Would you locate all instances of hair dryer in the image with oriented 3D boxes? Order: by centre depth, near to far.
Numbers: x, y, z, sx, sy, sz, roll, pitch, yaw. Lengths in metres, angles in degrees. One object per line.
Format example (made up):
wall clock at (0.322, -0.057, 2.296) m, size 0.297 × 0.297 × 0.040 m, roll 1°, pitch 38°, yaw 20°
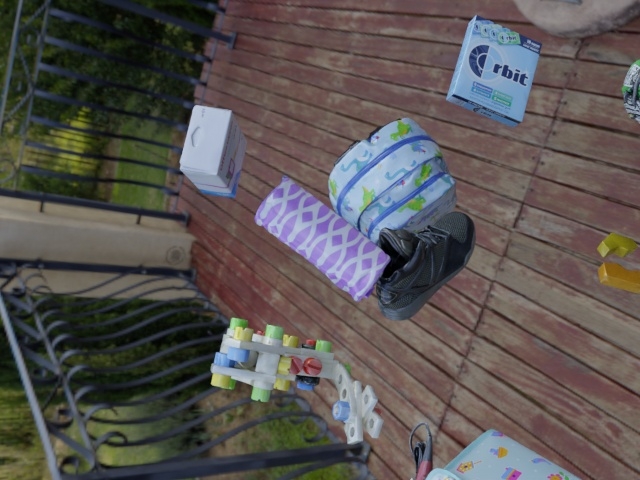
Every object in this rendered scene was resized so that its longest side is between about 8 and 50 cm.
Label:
hair dryer at (0.188, 0.531, 1.221) m, size 0.293 × 0.080 × 0.223 m, roll -93°, pitch 5°, yaw -64°

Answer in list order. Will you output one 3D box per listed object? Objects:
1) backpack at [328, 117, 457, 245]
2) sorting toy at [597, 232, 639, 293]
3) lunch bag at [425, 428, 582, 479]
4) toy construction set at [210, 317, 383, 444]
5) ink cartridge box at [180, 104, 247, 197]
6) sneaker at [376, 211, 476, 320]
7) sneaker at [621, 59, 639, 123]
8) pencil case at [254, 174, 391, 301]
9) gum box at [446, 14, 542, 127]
backpack at (0.154, -0.109, 1.278) m, size 0.290 × 0.355 × 0.273 m, roll -30°, pitch 60°, yaw 2°
sorting toy at (0.579, 0.056, 0.967) m, size 0.229 × 0.307 × 0.041 m, roll -74°, pitch -1°, yaw -46°
lunch bag at (0.296, 0.478, 1.044) m, size 0.223 × 0.262 × 0.160 m, roll 20°, pitch 132°, yaw 59°
toy construction set at (-0.040, 0.224, 1.047) m, size 0.215 × 0.327 × 0.151 m, roll -10°, pitch 53°, yaw 65°
ink cartridge box at (-0.140, -0.116, 0.820) m, size 0.122 × 0.052 × 0.088 m, roll 68°, pitch -147°, yaw -80°
sneaker at (0.164, 0.008, 0.951) m, size 0.087 × 0.227 × 0.130 m, roll 27°, pitch 148°, yaw 40°
sneaker at (0.520, -0.198, 0.919) m, size 0.146 × 0.343 × 0.134 m, roll 32°, pitch 116°, yaw 8°
pencil case at (0.000, 0.000, 0.866) m, size 0.206 × 0.086 × 0.088 m, roll 39°, pitch 147°, yaw 6°
gum box at (0.358, -0.347, 1.258) m, size 0.041 × 0.157 × 0.184 m, roll 148°, pitch 141°, yaw -76°
